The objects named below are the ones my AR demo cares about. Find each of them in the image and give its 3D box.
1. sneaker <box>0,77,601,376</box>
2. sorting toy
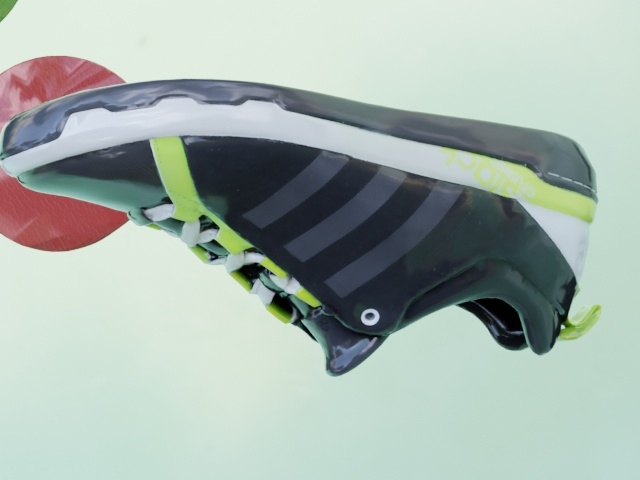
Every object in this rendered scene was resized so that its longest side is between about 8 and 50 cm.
[{"bbox_3d":[0.000,0.000,0.658,0.084,0.234,0.097,171,105,-73],"label":"sneaker"},{"bbox_3d":[-0.236,-0.156,1.160,0.127,0.126,0.365,-33,94,-9],"label":"sorting toy"}]
